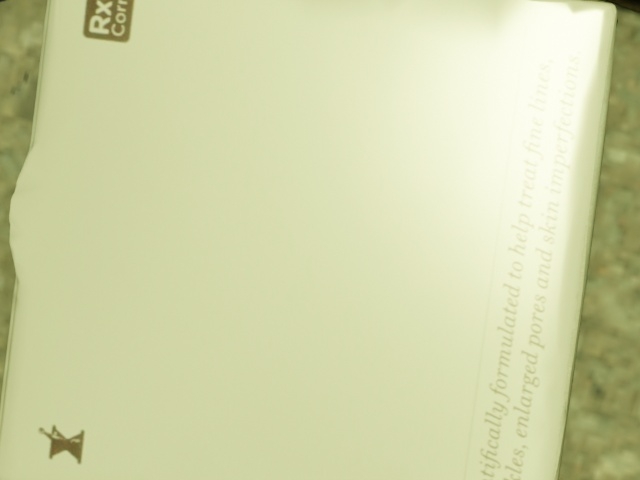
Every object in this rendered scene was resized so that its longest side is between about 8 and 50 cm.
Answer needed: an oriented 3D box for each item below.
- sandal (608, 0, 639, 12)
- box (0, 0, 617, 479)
[{"bbox_3d":[0.119,-0.093,0.580,0.060,0.090,0.219,-38,94,7],"label":"sandal"},{"bbox_3d":[0.000,0.000,0.586,0.182,0.119,0.181,8,96,9],"label":"box"}]
